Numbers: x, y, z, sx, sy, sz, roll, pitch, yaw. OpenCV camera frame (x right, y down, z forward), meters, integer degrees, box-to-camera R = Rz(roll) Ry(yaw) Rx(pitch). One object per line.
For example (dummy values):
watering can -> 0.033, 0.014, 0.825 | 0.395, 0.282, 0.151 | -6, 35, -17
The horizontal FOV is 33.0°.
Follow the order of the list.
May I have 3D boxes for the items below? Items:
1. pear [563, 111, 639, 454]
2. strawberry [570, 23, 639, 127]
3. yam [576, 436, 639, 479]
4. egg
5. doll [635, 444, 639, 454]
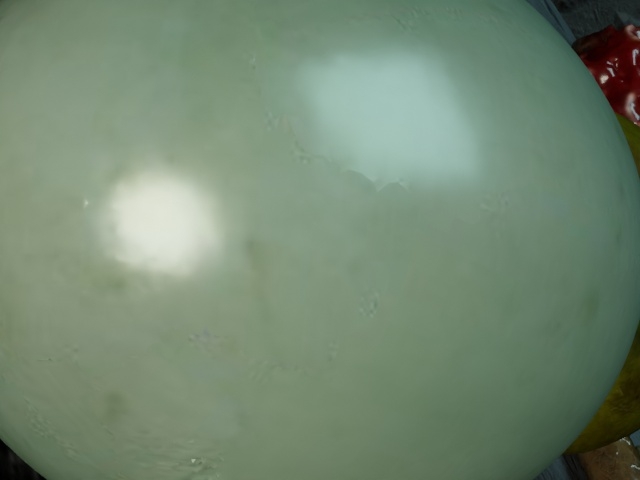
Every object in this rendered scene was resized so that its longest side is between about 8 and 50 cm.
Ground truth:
pear -> 0.165, 0.022, 0.808 | 0.269, 0.269, 0.321 | 51, 21, -9
strawberry -> 0.286, -0.021, 1.097 | 0.295, 0.318, 0.345 | 31, 58, -43
yam -> 0.275, 0.250, 0.951 | 0.066, 0.066, 0.299 | 34, 31, -40
egg -> 0.000, 0.000, 0.489 | 0.389, 0.276, 0.276 | 17, 44, -56
doll -> 0.359, 0.261, 1.144 | 0.061, 0.051, 0.093 | 40, 57, -33
